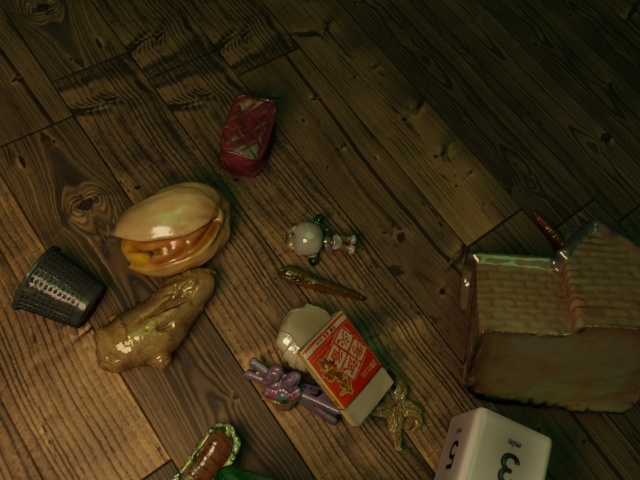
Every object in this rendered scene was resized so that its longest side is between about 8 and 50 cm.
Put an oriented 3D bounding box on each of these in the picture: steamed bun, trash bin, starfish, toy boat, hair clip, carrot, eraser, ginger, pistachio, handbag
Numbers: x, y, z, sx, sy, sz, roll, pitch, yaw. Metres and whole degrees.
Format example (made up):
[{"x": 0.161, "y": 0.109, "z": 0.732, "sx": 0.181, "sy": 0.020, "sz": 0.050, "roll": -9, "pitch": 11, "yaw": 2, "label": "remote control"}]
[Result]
[{"x": -0.033, "y": 0.256, "z": 1.408, "sx": 0.182, "sy": 0.106, "sz": 0.183, "roll": 16, "pitch": 47, "yaw": -18, "label": "steamed bun"}, {"x": -0.620, "y": 0.128, "z": 1.346, "sx": 0.161, "sy": 0.175, "sz": 0.176, "roll": 32, "pitch": 64, "yaw": -8, "label": "trash bin"}, {"x": 0.187, "y": 0.424, "z": 1.412, "sx": 0.150, "sy": 0.053, "sz": 0.210, "roll": -1, "pitch": 68, "yaw": -6, "label": "starfish"}, {"x": -0.289, "y": 0.540, "z": 1.242, "sx": 0.108, "sy": 0.099, "sz": 0.293, "roll": 26, "pitch": 58, "yaw": 35, "label": "toy boat"}, {"x": -0.053, "y": 0.368, "z": 1.360, "sx": 0.278, "sy": 0.137, "sz": 0.090, "roll": 18, "pitch": 39, "yaw": -6, "label": "hair clip"}, {"x": 0.722, "y": -0.008, "z": 1.713, "sx": 0.048, "sy": 0.048, "sz": 0.216, "roll": -22, "pitch": 67, "yaw": -19, "label": "carrot"}, {"x": 0.063, "y": 0.308, "z": 1.339, "sx": 0.157, "sy": 0.038, "sz": 0.230, "roll": -41, "pitch": 99, "yaw": -35, "label": "eraser"}, {"x": -0.391, "y": 0.192, "z": 1.369, "sx": 0.189, "sy": 0.126, "sz": 0.354, "roll": 37, "pitch": 66, "yaw": 13, "label": "ginger"}, {"x": -0.369, "y": -0.034, "z": 1.438, "sx": 0.308, "sy": 0.230, "sz": 0.230, "roll": -26, "pitch": 73, "yaw": -16, "label": "pistachio"}, {"x": -0.211, "y": -0.303, "z": 1.623, "sx": 0.146, "sy": 0.135, "sz": 0.225, "roll": 15, "pitch": 68, "yaw": -4, "label": "handbag"}, {"x": 0.007, "y": 0.122, "z": 1.522, "sx": 0.254, "sy": 0.049, "sz": 0.049, "roll": 19, "pitch": 64, "yaw": -6, "label": "carrot"}]

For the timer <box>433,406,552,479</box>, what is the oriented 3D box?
[{"x": 0.404, "y": 0.535, "z": 1.322, "sx": 0.192, "sy": 0.194, "sz": 0.195, "roll": 25, "pitch": 64, "yaw": 1, "label": "timer"}]

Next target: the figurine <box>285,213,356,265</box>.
[{"x": -0.001, "y": 0.000, "z": 1.550, "sx": 0.196, "sy": 0.093, "sz": 0.147, "roll": 9, "pitch": 87, "yaw": -15, "label": "figurine"}]

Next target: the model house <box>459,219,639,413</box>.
[{"x": 0.598, "y": 0.183, "z": 1.459, "sx": 0.444, "sy": 0.395, "sz": 0.400, "roll": 1, "pitch": 48, "yaw": 9, "label": "model house"}]

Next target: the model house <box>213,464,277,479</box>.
[{"x": -0.089, "y": 0.683, "z": 1.099, "sx": 0.381, "sy": 0.335, "sz": 0.343, "roll": 17, "pitch": 62, "yaw": 8, "label": "model house"}]
